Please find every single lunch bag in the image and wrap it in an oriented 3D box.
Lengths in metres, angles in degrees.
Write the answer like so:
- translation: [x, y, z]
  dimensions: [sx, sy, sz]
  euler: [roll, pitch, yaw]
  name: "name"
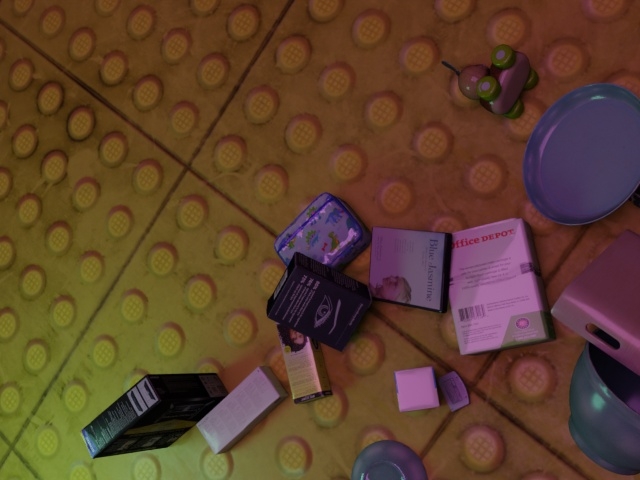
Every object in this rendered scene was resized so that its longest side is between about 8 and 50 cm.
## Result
- translation: [0.000, 0.000, 2.073]
  dimensions: [0.219, 0.090, 0.176]
  euler: [-43, 64, 13]
  name: "lunch bag"

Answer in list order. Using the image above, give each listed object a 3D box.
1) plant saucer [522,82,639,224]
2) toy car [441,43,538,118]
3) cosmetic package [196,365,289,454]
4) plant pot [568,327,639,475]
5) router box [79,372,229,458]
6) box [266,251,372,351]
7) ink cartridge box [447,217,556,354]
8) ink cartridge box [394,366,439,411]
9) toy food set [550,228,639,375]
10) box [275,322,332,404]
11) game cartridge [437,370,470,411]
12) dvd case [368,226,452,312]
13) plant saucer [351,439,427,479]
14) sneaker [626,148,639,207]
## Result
- translation: [0.579, -0.183, 1.789]
  dimensions: [0.318, 0.044, 0.317]
  euler: [-21, 62, 46]
  name: "plant saucer"
- translation: [0.378, -0.383, 1.923]
  dimensions: [0.188, 0.155, 0.148]
  euler: [28, 95, 39]
  name: "toy car"
- translation: [-0.200, 0.434, 2.117]
  dimensions: [0.239, 0.060, 0.099]
  euler: [-43, 69, 14]
  name: "cosmetic package"
- translation: [0.617, 0.338, 1.643]
  dimensions: [0.293, 0.293, 0.196]
  euler: [41, 128, 25]
  name: "plant pot"
- translation: [-0.409, 0.435, 2.078]
  dimensions: [0.243, 0.309, 0.081]
  euler: [-40, 68, 14]
  name: "router box"
- translation: [-0.004, 0.146, 1.977]
  dimensions: [0.207, 0.108, 0.153]
  euler: [27, 105, -10]
  name: "box"
- translation: [0.394, 0.107, 1.851]
  dimensions: [0.199, 0.115, 0.272]
  euler: [-14, 76, 23]
  name: "ink cartridge box"
- translation: [0.221, 0.341, 1.893]
  dimensions: [0.090, 0.143, 0.092]
  euler: [-9, 78, 6]
  name: "ink cartridge box"
- translation: [0.639, 0.120, 1.665]
  dimensions: [0.220, 0.306, 0.092]
  euler: [37, 143, 26]
  name: "toy food set"
- translation: [-0.044, 0.286, 2.066]
  dimensions: [0.087, 0.058, 0.232]
  euler: [-21, 74, 21]
  name: "box"
- translation: [0.310, 0.347, 1.911]
  dimensions: [0.056, 0.017, 0.083]
  euler: [-31, 71, 22]
  name: "game cartridge"
- translation: [0.204, 0.064, 1.929]
  dimensions: [0.253, 0.022, 0.180]
  euler: [7, 94, 52]
  name: "dvd case"
- translation: [0.154, 0.569, 1.941]
  dimensions: [0.195, 0.037, 0.194]
  euler: [-4, 82, 25]
  name: "plant saucer"
- translation: [0.726, -0.109, 1.750]
  dimensions: [0.110, 0.107, 0.275]
  euler: [-28, 64, -12]
  name: "sneaker"
